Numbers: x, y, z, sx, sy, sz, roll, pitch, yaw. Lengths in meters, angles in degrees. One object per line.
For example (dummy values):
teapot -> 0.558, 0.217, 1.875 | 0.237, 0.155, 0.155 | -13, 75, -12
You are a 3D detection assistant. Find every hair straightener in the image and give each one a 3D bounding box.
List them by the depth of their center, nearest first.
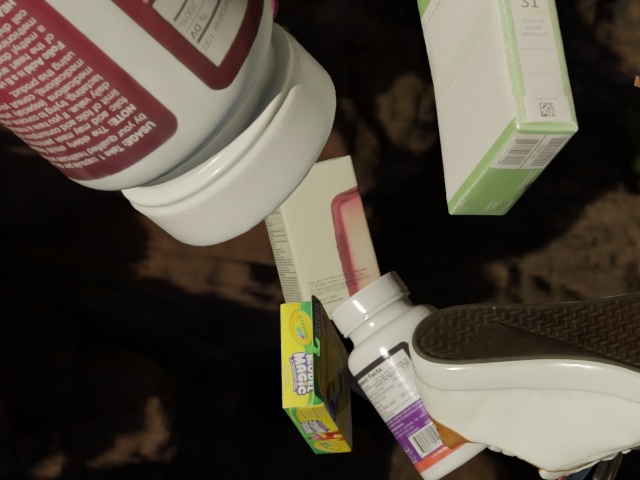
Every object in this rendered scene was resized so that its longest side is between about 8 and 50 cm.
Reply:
hair straightener -> 0.353, 0.234, 1.840 | 0.089, 0.047, 0.230 | 7, -156, 31

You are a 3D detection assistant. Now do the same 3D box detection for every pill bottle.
pill bottle -> -0.179, -0.179, 1.232 | 0.224, 0.224, 0.392 | -1, 145, 48
pill bottle -> 0.095, 0.131, 1.591 | 0.108, 0.193, 0.108 | -33, 173, -5

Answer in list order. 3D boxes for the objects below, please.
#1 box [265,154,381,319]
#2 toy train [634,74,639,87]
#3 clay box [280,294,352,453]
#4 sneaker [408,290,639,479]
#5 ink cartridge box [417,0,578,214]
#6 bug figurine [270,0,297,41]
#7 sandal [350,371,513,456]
box -> 0.000, 0.000, 2.425 | 0.126, 0.232, 0.148 | -14, -177, -13
toy train -> 0.410, -0.140, 1.664 | 0.184, 0.105, 0.080 | 23, -161, 28
clay box -> -0.006, 0.157, 1.883 | 0.053, 0.127, 0.222 | -7, 155, 10
sneaker -> 0.214, 0.109, 1.153 | 0.290, 0.106, 0.123 | 1, 126, 21
ink cartridge box -> 0.130, -0.158, 1.266 | 0.056, 0.235, 0.171 | -1, 159, -13
bug figurine -> -0.157, -0.223, 1.628 | 0.279, 0.216, 0.072 | 52, 177, -15
sandal -> 0.197, 0.205, 2.156 | 0.416, 0.102, 0.169 | 22, -175, -36
